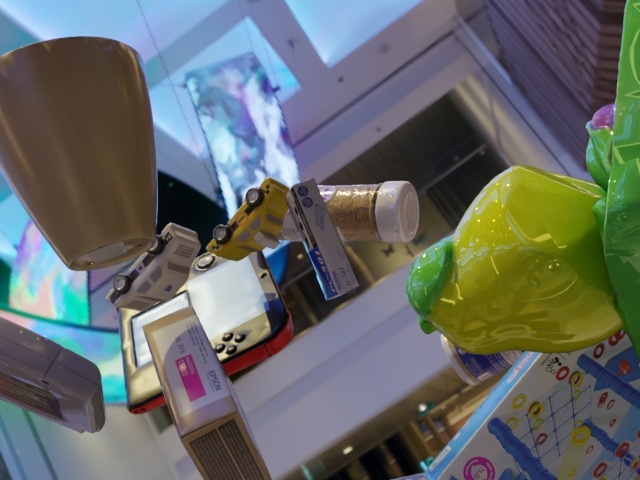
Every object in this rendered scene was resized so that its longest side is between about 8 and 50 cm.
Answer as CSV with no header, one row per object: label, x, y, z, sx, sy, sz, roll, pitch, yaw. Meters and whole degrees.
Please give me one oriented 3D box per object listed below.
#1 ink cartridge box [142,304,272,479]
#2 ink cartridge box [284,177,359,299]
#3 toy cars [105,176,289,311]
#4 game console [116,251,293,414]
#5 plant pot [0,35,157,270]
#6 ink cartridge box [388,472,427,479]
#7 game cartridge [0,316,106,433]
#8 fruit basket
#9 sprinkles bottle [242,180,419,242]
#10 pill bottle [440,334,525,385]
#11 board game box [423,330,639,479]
ink cartridge box,-0.165,0.241,1.131,0.088,0.235,0.193,-24,-49,-9
ink cartridge box,0.000,0.000,1.384,0.046,0.207,0.097,-22,-6,-14
toy cars,-0.200,0.023,1.414,0.393,0.087,0.176,-28,-30,-26
game console,-0.245,0.151,1.558,0.341,0.386,0.060,-23,-58,-4
plant pot,-0.341,-0.104,1.113,0.256,0.274,0.256,-19,-11,-4
ink cartridge box,0.083,0.492,1.358,0.330,0.072,0.324,-14,-13,-35
game cartridge,-0.433,0.165,1.055,0.198,0.297,0.062,112,-178,-53
fruit basket,0.268,-0.023,0.700,0.391,0.283,0.392,13,-19,4
sprinkles bottle,0.017,-0.055,1.576,0.355,0.121,0.121,0,-5,27
pill bottle,0.313,0.160,1.339,0.186,0.112,0.112,-34,-19,18
board game box,0.345,0.284,0.974,0.308,0.302,0.086,-49,-5,-5
